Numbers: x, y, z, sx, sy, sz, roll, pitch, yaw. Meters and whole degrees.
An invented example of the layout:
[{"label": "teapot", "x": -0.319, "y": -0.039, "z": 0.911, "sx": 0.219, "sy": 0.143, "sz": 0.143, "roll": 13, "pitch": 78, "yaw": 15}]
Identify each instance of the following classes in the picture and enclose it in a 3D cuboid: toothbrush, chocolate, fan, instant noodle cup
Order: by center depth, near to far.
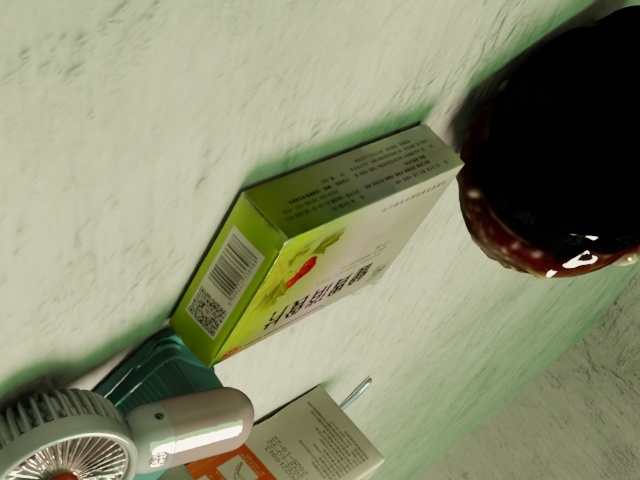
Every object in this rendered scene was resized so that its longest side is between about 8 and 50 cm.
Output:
[{"label": "fan", "x": -0.166, "y": 0.172, "z": 1.000, "sx": 0.244, "sy": 0.074, "sz": 0.130, "roll": -10, "pitch": 136, "yaw": -29}, {"label": "instant noodle cup", "x": -0.163, "y": 0.170, "z": 1.124, "sx": 0.179, "sy": 0.070, "sz": 0.157, "roll": -43, "pitch": 161, "yaw": 3}, {"label": "chocolate", "x": 0.285, "y": -0.084, "z": 1.267, "sx": 0.340, "sy": 0.225, "sz": 0.210, "roll": -36, "pitch": 170, "yaw": -22}, {"label": "toothbrush", "x": 0.018, "y": 0.285, "z": 1.888, "sx": 0.193, "sy": 0.019, "sz": 0.013, "roll": -49, "pitch": 161, "yaw": 14}]

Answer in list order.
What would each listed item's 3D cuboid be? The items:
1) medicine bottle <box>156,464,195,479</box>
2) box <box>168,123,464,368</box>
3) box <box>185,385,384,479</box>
[{"label": "medicine bottle", "x": -0.287, "y": 0.374, "z": 1.244, "sx": 0.375, "sy": 0.123, "sz": 0.282, "roll": -33, "pitch": 159, "yaw": -26}, {"label": "box", "x": 0.000, "y": 0.000, "z": 1.087, "sx": 0.260, "sy": 0.062, "sz": 0.175, "roll": -26, "pitch": 156, "yaw": -46}, {"label": "box", "x": -0.105, "y": 0.366, "z": 1.595, "sx": 0.341, "sy": 0.143, "sz": 0.225, "roll": -26, "pitch": 157, "yaw": -46}]
